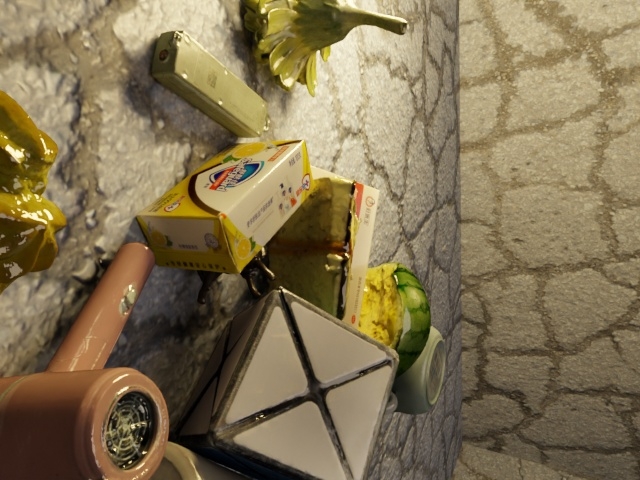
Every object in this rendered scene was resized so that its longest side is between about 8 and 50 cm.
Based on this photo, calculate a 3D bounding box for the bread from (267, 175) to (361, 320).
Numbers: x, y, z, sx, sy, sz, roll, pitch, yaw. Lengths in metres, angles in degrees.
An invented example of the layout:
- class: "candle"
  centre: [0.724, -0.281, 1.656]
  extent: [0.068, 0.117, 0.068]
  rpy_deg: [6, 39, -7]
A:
- class: "bread"
  centre: [0.032, 0.024, 0.986]
  extent: [0.198, 0.236, 0.263]
  rpy_deg: [6, 85, -26]

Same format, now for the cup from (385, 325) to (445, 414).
- class: "cup"
  centre: [0.167, 0.354, 1.389]
  extent: [0.357, 0.275, 0.259]
  rpy_deg: [-40, 129, -55]

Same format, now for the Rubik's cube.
- class: "Rubik's cube"
  centre: [-0.058, 0.259, 0.862]
  extent: [0.260, 0.259, 0.254]
  rpy_deg: [31, 58, -17]

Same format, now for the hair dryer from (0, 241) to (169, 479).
- class: "hair dryer"
  centre: [-0.262, 0.120, 0.618]
  extent: [0.352, 0.210, 0.125]
  rpy_deg: [-79, 151, -43]

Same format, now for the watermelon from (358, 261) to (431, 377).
- class: "watermelon"
  centre: [0.152, 0.202, 1.233]
  extent: [0.190, 0.331, 0.330]
  rpy_deg: [9, 86, -23]

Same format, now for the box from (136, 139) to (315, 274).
- class: "box"
  centre: [-0.139, -0.065, 0.837]
  extent: [0.265, 0.168, 0.097]
  rpy_deg: [-51, 135, -45]

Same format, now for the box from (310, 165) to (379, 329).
- class: "box"
  centre: [0.010, 0.029, 1.156]
  extent: [0.214, 0.069, 0.353]
  rpy_deg: [15, 82, -33]

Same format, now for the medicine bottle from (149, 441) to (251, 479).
- class: "medicine bottle"
  centre: [-0.186, 0.452, 0.789]
  extent: [0.339, 0.208, 0.208]
  rpy_deg: [59, 44, -49]

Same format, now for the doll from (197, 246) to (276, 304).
- class: "doll"
  centre: [-0.154, 0.030, 0.888]
  extent: [0.139, 0.165, 0.057]
  rpy_deg: [-2, 135, -26]

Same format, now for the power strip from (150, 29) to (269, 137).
- class: "power strip"
  centre: [-0.173, -0.248, 0.858]
  extent: [0.272, 0.052, 0.078]
  rpy_deg: [27, 71, -62]

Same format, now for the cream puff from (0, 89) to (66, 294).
- class: "cream puff"
  centre: [-0.324, -0.032, 0.473]
  extent: [0.195, 0.195, 0.220]
  rpy_deg: [-1, 99, -63]

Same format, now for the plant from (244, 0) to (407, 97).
- class: "plant"
  centre: [-0.016, -0.442, 0.988]
  extent: [0.261, 0.297, 0.305]
  rpy_deg: [24, 88, -30]
